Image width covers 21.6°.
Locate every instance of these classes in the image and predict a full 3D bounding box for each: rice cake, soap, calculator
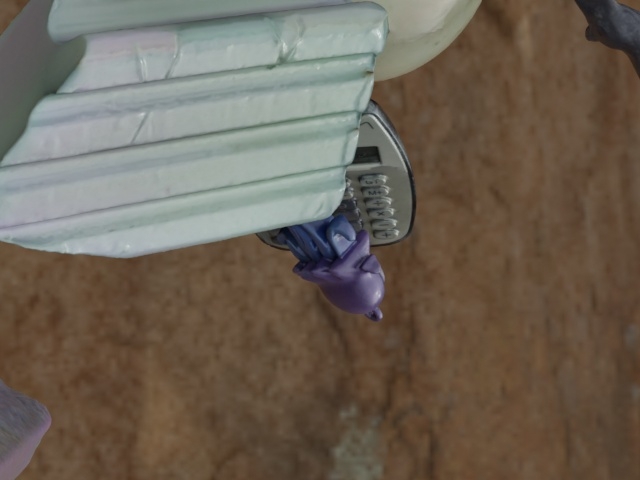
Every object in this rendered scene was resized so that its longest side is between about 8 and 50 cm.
[{"bbox_3d":[-0.224,0.139,1.028,0.064,0.070,0.399,40,0,-2],"label":"rice cake"},{"bbox_3d":[-0.127,-0.098,1.326,0.347,0.115,0.208,-13,131,-35],"label":"soap"},{"bbox_3d":[0.002,-0.054,1.600,0.268,0.177,0.040,77,13,-57],"label":"calculator"}]

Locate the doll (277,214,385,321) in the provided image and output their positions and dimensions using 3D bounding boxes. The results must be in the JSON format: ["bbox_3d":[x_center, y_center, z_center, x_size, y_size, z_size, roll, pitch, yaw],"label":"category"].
[{"bbox_3d":[0.000,0.000,1.571,0.067,0.110,0.206,-49,116,-26],"label":"doll"}]

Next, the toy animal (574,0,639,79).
[{"bbox_3d":[0.393,-0.128,1.530,0.081,0.367,0.205,-71,169,-52],"label":"toy animal"}]

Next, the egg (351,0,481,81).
[{"bbox_3d":[0.043,-0.309,1.784,0.345,0.283,0.283,111,-14,-73],"label":"egg"}]
